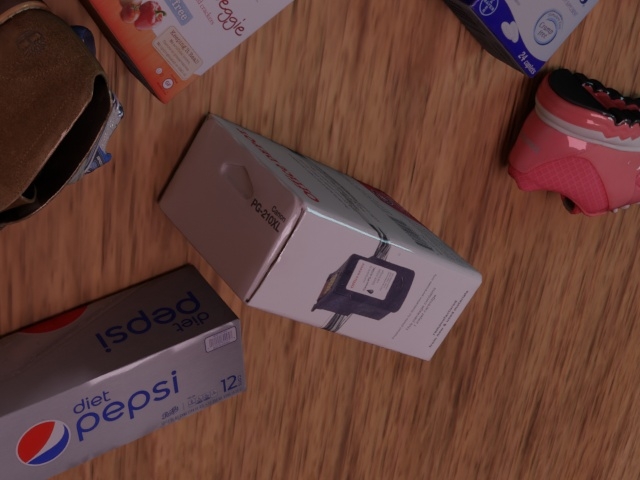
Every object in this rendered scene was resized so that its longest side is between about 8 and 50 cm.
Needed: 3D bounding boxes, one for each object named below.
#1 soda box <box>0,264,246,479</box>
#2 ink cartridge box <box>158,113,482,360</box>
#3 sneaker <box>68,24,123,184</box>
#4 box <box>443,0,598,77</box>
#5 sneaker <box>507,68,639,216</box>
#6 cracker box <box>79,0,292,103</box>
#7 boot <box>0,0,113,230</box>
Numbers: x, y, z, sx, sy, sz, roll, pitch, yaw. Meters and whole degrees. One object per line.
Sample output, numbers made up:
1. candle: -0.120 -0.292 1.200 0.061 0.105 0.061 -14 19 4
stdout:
1. soda box: -0.212 0.126 1.065 0.286 0.098 0.091 -21 131 -23
2. ink cartridge box: 0.000 0.000 1.080 0.237 0.172 0.100 21 106 -43
3. sneaker: -0.185 -0.110 0.961 0.058 0.052 0.135 -21 138 -36
4. box: 0.189 -0.244 1.121 0.137 0.072 0.126 -50 136 3
5. sneaker: 0.323 -0.085 1.326 0.313 0.116 0.136 13 121 -34
6. cracker box: -0.079 -0.237 0.930 0.232 0.067 0.156 -41 135 -7
7. boot: -0.273 -0.033 0.878 0.305 0.115 0.112 -49 169 5
